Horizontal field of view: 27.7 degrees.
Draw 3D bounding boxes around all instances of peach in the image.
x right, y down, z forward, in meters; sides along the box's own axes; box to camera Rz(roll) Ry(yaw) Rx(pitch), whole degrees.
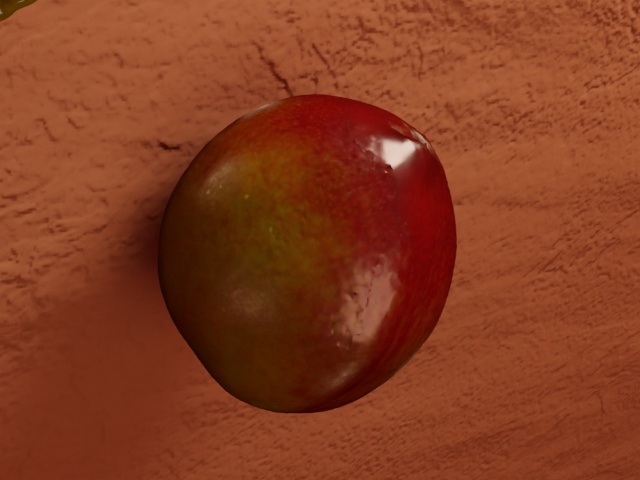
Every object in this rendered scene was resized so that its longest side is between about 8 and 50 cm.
[{"bbox_3d":[0.000,0.000,0.797,0.197,0.197,0.197,-26,139,-26],"label":"peach"}]

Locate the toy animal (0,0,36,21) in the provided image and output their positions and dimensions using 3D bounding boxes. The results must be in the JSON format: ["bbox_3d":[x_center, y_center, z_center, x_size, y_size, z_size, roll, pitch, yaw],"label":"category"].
[{"bbox_3d":[-0.134,-0.193,0.535,0.230,0.156,0.156,-47,145,17],"label":"toy animal"}]
